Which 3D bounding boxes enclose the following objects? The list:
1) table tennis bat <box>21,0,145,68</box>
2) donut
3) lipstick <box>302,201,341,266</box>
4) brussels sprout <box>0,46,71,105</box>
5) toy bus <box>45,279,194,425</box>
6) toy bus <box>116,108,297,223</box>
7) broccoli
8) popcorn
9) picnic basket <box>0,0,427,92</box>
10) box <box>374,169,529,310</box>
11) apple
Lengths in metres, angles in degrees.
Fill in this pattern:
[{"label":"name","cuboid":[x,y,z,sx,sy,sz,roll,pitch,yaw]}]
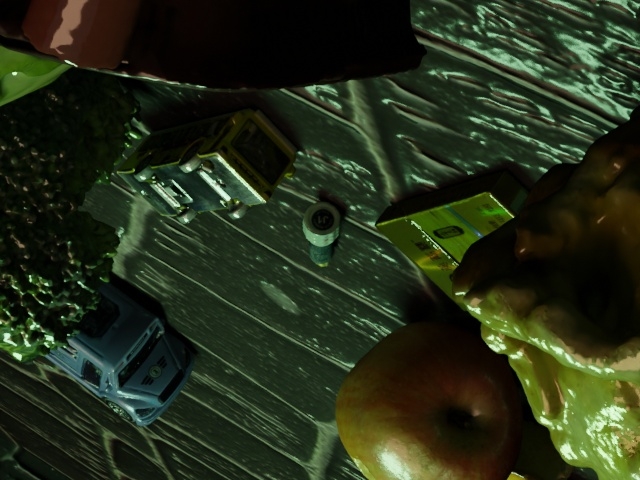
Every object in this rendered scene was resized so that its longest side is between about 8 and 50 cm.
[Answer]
[{"label":"table tennis bat","cuboid":[-0.047,-0.232,0.645,0.268,0.051,0.415,24,133,-7]},{"label":"donut","cuboid":[0.209,0.252,1.606,0.141,0.085,0.217,28,155,19]},{"label":"lipstick","cuboid":[0.000,0.000,1.481,0.037,0.037,0.116,32,161,10]},{"label":"brussels sprout","cuboid":[-0.333,-0.225,1.199,0.371,0.315,0.276,20,170,14]},{"label":"toy bus","cuboid":[-0.305,0.111,2.014,0.292,0.125,0.133,36,157,5]},{"label":"toy bus","cuboid":[-0.112,-0.066,1.457,0.081,0.074,0.226,46,156,-19]},{"label":"broccoli","cuboid":[-0.286,-0.075,1.444,0.375,0.249,0.302,65,-166,15]},{"label":"popcorn","cuboid":[0.228,0.038,0.957,0.237,0.293,0.293,57,155,-3]},{"label":"picnic basket","cuboid":[-0.060,-0.175,0.926,0.222,0.297,0.129,17,108,25]},{"label":"box","cuboid":[0.138,0.004,1.295,0.121,0.030,0.193,43,156,-15]},{"label":"apple","cuboid":[0.100,0.169,1.483,0.199,0.199,0.199,30,157,14]}]
